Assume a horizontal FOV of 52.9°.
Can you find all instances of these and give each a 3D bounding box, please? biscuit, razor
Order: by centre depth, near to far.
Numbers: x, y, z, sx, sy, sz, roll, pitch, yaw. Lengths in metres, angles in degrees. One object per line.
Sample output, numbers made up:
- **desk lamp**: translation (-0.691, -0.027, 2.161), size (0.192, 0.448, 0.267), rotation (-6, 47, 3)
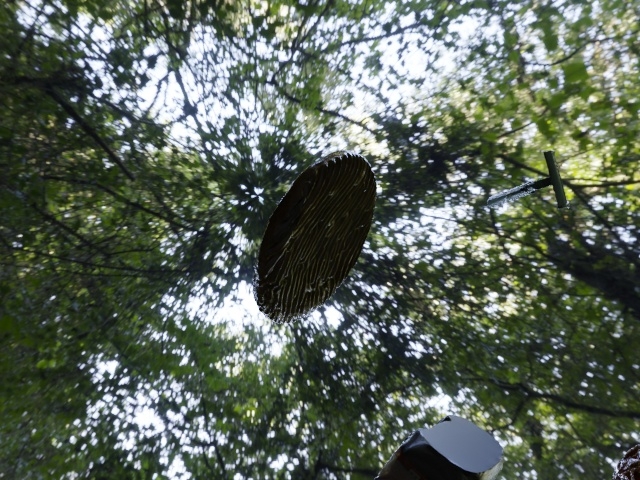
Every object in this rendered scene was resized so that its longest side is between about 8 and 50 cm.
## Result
- **razor**: translation (0.304, -0.073, 0.987), size (0.036, 0.211, 0.084), rotation (-12, -94, -13)
- **biscuit**: translation (0.000, 0.000, 1.080), size (0.040, 0.318, 0.317), rotation (29, -89, 26)

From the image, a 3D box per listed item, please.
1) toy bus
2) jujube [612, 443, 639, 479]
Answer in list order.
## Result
- **toy bus**: translation (0.186, 0.366, 0.998), size (0.127, 0.303, 0.147), rotation (39, -82, 23)
- **jujube**: translation (0.644, 0.473, 1.127), size (0.174, 0.250, 0.174), rotation (-16, -55, -25)
